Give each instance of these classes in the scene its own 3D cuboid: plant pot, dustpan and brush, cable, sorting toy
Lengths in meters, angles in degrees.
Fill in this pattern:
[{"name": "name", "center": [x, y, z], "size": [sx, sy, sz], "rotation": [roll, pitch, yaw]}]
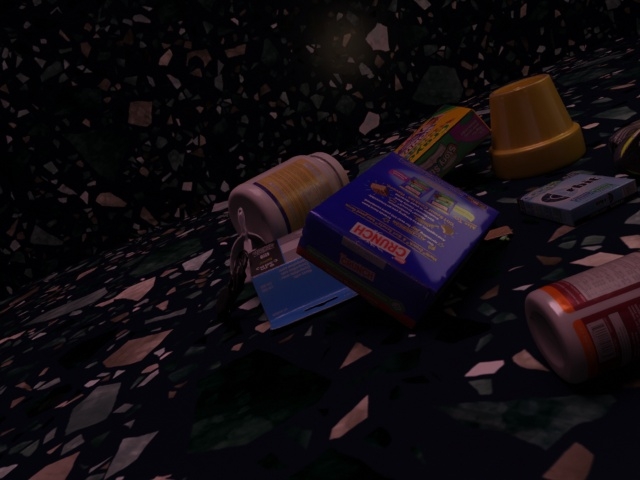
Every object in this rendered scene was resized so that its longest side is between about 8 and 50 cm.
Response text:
[{"name": "plant pot", "center": [0.593, -0.329, 1.456], "size": [0.254, 0.239, 0.254], "rotation": [-21, 17, 7]}, {"name": "dustpan and brush", "center": [-0.206, 0.010, 1.462], "size": [0.147, 0.211, 0.060], "rotation": [-16, -19, 20]}, {"name": "cable", "center": [-0.209, 0.110, 1.276], "size": [0.047, 0.184, 0.150], "rotation": [20, 9, 2]}, {"name": "sorting toy", "center": [0.384, -0.010, 1.105], "size": [0.062, 0.012, 0.083], "rotation": [-13, 14, 14]}]

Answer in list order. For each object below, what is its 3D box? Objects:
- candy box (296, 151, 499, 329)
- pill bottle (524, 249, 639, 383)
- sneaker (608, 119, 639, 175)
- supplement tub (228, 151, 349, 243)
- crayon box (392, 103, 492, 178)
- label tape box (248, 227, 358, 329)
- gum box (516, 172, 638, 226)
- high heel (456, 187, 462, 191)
[{"name": "candy box", "center": [0.157, -0.017, 0.996], "size": [0.268, 0.122, 0.317], "rotation": [34, 43, 18]}, {"name": "pill bottle", "center": [0.380, 0.081, 0.623], "size": [0.221, 0.121, 0.121], "rotation": [-21, 16, 1]}, {"name": "sneaker", "center": [0.729, -0.213, 1.181], "size": [0.300, 0.111, 0.121], "rotation": [-28, 6, -40]}, {"name": "supplement tub", "center": [-0.090, -0.120, 1.580], "size": [0.331, 0.241, 0.241], "rotation": [-34, 20, -34]}, {"name": "crayon box", "center": [0.323, -0.264, 1.612], "size": [0.363, 0.106, 0.313], "rotation": [-43, 12, 11]}, {"name": "label tape box", "center": [-0.037, 0.066, 1.235], "size": [0.249, 0.115, 0.347], "rotation": [-23, 14, -3]}, {"name": "gum box", "center": [0.549, -0.094, 1.107], "size": [0.157, 0.041, 0.184], "rotation": [-24, 15, -6]}, {"name": "high heel", "center": [0.256, -0.146, 1.393], "size": [0.261, 0.186, 0.093], "rotation": [-25, 16, -9]}]
